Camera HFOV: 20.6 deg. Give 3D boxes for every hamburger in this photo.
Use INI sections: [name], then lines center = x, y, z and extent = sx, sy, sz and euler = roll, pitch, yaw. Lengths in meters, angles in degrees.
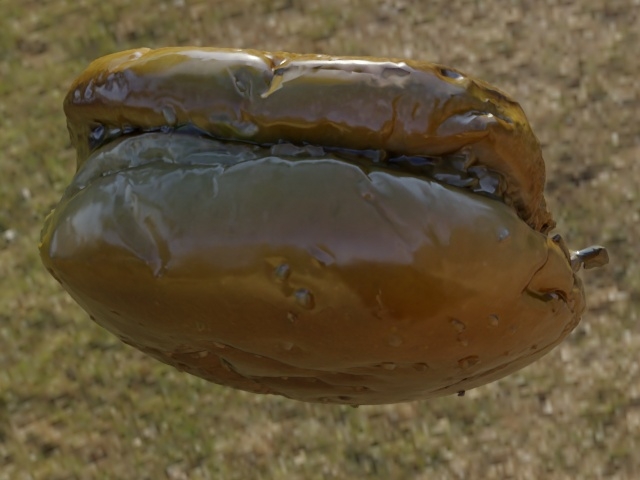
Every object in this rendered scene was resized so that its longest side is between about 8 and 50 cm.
[hamburger]
center = 0.000, 0.000, 0.994
extent = 0.314, 0.290, 0.170
euler = 5, 77, 13
